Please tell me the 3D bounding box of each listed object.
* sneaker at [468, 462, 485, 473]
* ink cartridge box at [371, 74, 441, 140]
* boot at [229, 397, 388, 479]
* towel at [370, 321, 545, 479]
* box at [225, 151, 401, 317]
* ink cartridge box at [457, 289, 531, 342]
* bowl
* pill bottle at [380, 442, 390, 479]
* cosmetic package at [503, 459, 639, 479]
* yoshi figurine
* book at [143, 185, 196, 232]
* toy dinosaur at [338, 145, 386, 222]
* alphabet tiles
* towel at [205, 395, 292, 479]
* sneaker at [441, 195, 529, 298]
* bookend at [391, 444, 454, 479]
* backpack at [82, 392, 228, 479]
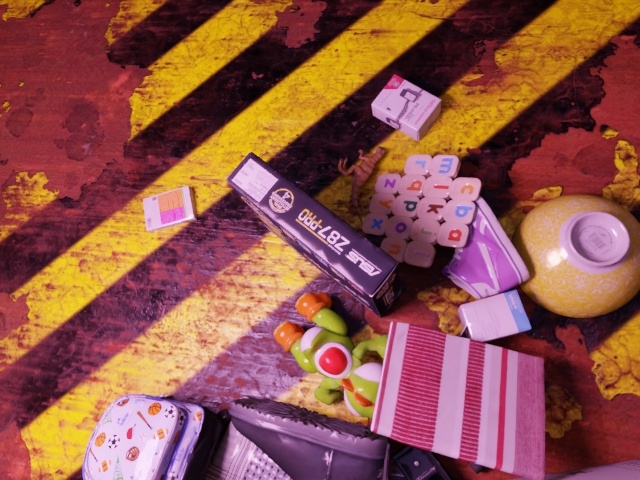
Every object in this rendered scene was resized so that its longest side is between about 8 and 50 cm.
[{"bbox_3d":[0.334,0.425,1.015,0.089,0.051,0.170,-34,75,0],"label":"sneaker"},{"bbox_3d":[0.229,-0.351,1.252,0.150,0.063,0.109,35,83,19],"label":"ink cartridge box"},{"bbox_3d":[-0.070,0.584,0.961,0.366,0.146,0.446,7,82,26],"label":"boot"},{"bbox_3d":[0.278,0.307,0.936,0.328,0.037,0.237,15,59,3],"label":"towel"},{"bbox_3d":[0.000,0.000,1.062,0.394,0.318,0.097,38,85,17],"label":"box"},{"bbox_3d":[0.373,0.178,1.054,0.143,0.092,0.090,-16,71,6],"label":"ink cartridge box"},{"bbox_3d":[0.576,0.017,1.027,0.288,0.156,0.290,-3,74,11],"label":"bowl"},{"bbox_3d":[0.107,0.505,1.020,0.078,0.078,0.137,4,74,12],"label":"pill bottle"},{"bbox_3d":[0.478,0.572,0.761,0.392,0.329,0.328,-7,72,-4],"label":"cosmetic package"},{"bbox_3d":[0.077,0.285,1.069,0.202,0.204,0.362,-27,52,-33],"label":"yoshi figurine"},{"bbox_3d":[-0.423,-0.087,1.325,0.144,0.035,0.097,-13,75,8],"label":"book"},{"bbox_3d":[0.100,-0.168,1.226,0.112,0.064,0.212,24,80,16],"label":"toy dinosaur"},{"bbox_3d":[0.239,-0.078,1.145,0.277,0.021,0.285,9,74,39],"label":"alphabet tiles"},{"bbox_3d":[-0.127,0.565,1.062,0.311,0.056,0.325,24,81,17],"label":"towel"},{"bbox_3d":[0.335,0.001,1.096,0.160,0.102,0.282,-27,57,9],"label":"sneaker"},{"bbox_3d":[0.191,0.514,1.003,0.156,0.072,0.157,-36,70,0],"label":"bookend"},{"bbox_3d":[-0.383,0.464,1.038,0.263,0.213,0.277,-1,49,26],"label":"backpack"}]
